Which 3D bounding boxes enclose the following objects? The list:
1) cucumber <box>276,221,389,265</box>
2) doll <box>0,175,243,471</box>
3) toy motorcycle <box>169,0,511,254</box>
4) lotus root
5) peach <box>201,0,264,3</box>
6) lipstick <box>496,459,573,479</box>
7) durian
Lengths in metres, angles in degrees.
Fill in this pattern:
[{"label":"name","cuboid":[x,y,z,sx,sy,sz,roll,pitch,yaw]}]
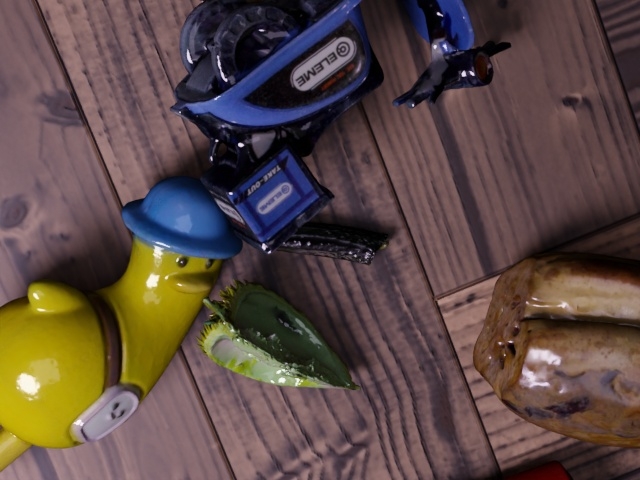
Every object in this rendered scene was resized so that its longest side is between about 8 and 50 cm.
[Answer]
[{"label":"cucumber","cuboid":[0.000,-0.002,1.245,0.134,0.033,0.034,11,58,-8]},{"label":"doll","cuboid":[-0.202,0.086,1.193,0.363,0.145,0.199,-43,140,-9]},{"label":"toy motorcycle","cuboid":[0.029,-0.170,1.146,0.358,0.125,0.213,-40,117,-11]},{"label":"lotus root","cuboid":[0.303,0.108,1.224,0.290,0.193,0.193,8,97,-8]},{"label":"peach","cuboid":[-0.015,-0.312,1.184,0.279,0.068,0.189,-35,111,-4]},{"label":"lipstick","cuboid":[0.138,0.285,1.277,0.241,0.080,0.080,-15,99,-5]},{"label":"durian","cuboid":[-0.053,0.090,1.208,0.215,0.100,0.086,30,83,-39]}]
